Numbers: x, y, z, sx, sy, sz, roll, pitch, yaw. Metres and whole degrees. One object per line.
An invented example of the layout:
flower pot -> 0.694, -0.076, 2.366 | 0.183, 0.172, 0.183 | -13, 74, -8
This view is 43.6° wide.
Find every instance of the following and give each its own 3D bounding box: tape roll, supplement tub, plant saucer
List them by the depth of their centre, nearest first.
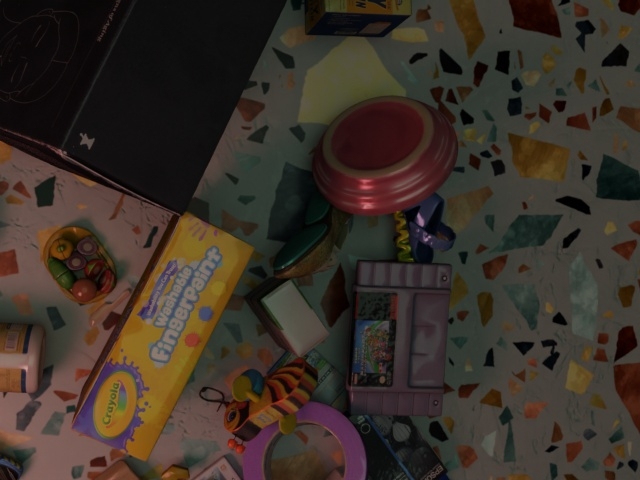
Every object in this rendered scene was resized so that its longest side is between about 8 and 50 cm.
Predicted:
supplement tub -> -0.680, 0.240, 1.654 | 0.199, 0.144, 0.144 | 6, 89, -13
plant saucer -> 0.134, -0.206, 1.769 | 0.332, 0.332, 0.084 | -37, 140, -11
tape roll -> -0.030, 0.500, 1.782 | 0.274, 0.090, 0.275 | -2, 73, 6

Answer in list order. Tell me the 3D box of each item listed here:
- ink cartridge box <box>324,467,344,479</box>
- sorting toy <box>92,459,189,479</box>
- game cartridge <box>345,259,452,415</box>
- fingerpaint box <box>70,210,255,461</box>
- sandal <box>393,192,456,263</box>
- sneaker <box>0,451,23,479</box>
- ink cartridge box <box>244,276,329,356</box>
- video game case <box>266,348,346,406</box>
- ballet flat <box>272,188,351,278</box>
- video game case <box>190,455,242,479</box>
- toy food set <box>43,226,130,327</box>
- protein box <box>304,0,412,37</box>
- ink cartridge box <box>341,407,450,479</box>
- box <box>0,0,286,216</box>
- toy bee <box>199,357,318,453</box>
ink cartridge box -> 0.026, 0.667, 1.850 | 0.219, 0.092, 0.160 | -45, 100, -9
sorting toy -> -0.408, 0.600, 1.754 | 0.307, 0.041, 0.229 | -38, 98, -2
game cartridge -> 0.177, 0.224, 1.828 | 0.230, 0.068, 0.355 | 2, 94, -15
fingerpaint box -> -0.321, 0.173, 1.625 | 0.163, 0.371, 0.445 | 28, 83, -12
sandal -> 0.232, -0.086, 1.861 | 0.126, 0.138, 0.317 | -26, 102, -46
sneaker -> -0.725, 0.470, 1.684 | 0.188, 0.067, 0.078 | 30, 77, -15
ink cartridge box -> -0.079, 0.164, 1.766 | 0.087, 0.208, 0.153 | -37, 99, -14
video game case -> -0.027, 0.323, 1.876 | 0.166, 0.015, 0.119 | 44, 82, -10
ballet flat -> 0.000, 0.000, 1.754 | 0.123, 0.348, 0.123 | 9, 126, 13
video game case -> -0.249, 0.624, 1.820 | 0.201, 0.023, 0.183 | -36, 98, -11
toy food set -> -0.511, 0.071, 1.731 | 0.128, 0.071, 0.218 | -35, 98, -11
protein box -> 0.080, -0.551, 1.803 | 0.199, 0.201, 0.136 | -2, 90, -13
ink cartridge box -> 0.181, 0.518, 1.903 | 0.165, 0.065, 0.333 | -38, 99, -11
box -> -0.393, -0.358, 1.521 | 0.297, 0.471, 0.480 | 30, 83, -46
toy bee -> -0.134, 0.369, 1.701 | 0.195, 0.298, 0.162 | 25, 45, -22
